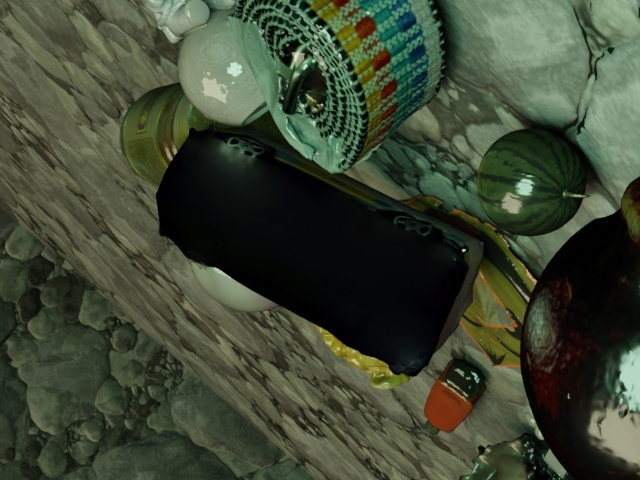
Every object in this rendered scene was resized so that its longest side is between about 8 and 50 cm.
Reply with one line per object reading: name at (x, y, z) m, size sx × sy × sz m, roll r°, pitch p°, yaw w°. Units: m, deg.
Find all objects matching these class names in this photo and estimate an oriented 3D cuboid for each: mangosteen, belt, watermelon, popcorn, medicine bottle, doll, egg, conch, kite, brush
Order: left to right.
doll at (-0.150, -0.268, 1.648) m, size 0.287 × 0.151 × 0.151 m, roll 49°, pitch 163°, yaw 1°
medicine bottle at (-0.165, -0.145, 1.928) m, size 0.151 × 0.151 × 0.322 m, roll 51°, pitch 162°, yaw -17°
egg at (-0.103, 0.009, 2.072) m, size 0.196 × 0.196 × 0.271 m, roll 46°, pitch 168°, yaw -3°
belt at (0.014, -0.194, 1.408) m, size 0.207 × 0.150 × 0.257 m, roll 52°, pitch 163°, yaw 8°
popcorn at (0.085, 0.114, 1.983) m, size 0.194 × 0.140 × 0.163 m, roll 13°, pitch 137°, yaw 43°
brush at (0.199, 0.241, 2.152) m, size 0.070 × 0.051 × 0.323 m, roll 36°, pitch 159°, yaw 7°
kite at (0.198, 0.064, 1.775) m, size 0.377 × 0.013 × 0.327 m, roll 34°, pitch 157°, yaw 37°
conch at (0.297, 0.407, 1.986) m, size 0.313 × 0.240 × 0.186 m, roll 45°, pitch 155°, yaw 51°
watermelon at (0.209, -0.053, 1.348) m, size 0.133 × 0.105 × 0.105 m, roll 17°, pitch 147°, yaw 57°
mangosteen at (0.300, 0.083, 1.142) m, size 0.297 × 0.297 × 0.313 m, roll 30°, pitch 160°, yaw 42°

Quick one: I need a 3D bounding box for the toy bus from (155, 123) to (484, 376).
toy bus at (0.000, 0.000, 1.663) m, size 0.386 × 0.171 × 0.162 m, roll 27°, pitch -167°, yaw 19°

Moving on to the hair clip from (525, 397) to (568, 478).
hair clip at (0.326, 0.242, 1.858) m, size 0.140 × 0.054 × 0.220 m, roll 50°, pitch 164°, yaw 31°
